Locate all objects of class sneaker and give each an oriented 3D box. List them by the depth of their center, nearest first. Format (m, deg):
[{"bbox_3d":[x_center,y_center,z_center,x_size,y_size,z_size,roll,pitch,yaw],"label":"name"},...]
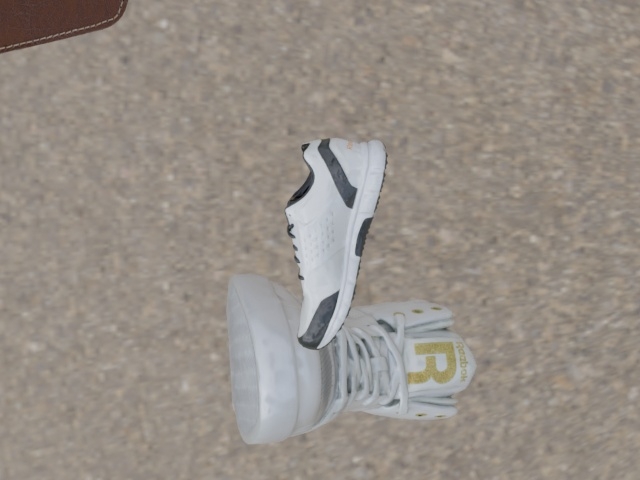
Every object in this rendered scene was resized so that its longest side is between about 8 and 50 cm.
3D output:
[{"bbox_3d":[0.000,0.000,0.742,0.043,0.040,0.109,10,102,-10],"label":"sneaker"},{"bbox_3d":[0.023,0.073,1.003,0.169,0.292,0.108,-2,89,-4],"label":"sneaker"}]

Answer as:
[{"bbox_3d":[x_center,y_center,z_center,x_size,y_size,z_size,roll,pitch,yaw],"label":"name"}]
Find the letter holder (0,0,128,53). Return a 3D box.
[{"bbox_3d":[-0.255,-0.295,1.061,0.152,0.214,0.302,30,129,42],"label":"letter holder"}]
